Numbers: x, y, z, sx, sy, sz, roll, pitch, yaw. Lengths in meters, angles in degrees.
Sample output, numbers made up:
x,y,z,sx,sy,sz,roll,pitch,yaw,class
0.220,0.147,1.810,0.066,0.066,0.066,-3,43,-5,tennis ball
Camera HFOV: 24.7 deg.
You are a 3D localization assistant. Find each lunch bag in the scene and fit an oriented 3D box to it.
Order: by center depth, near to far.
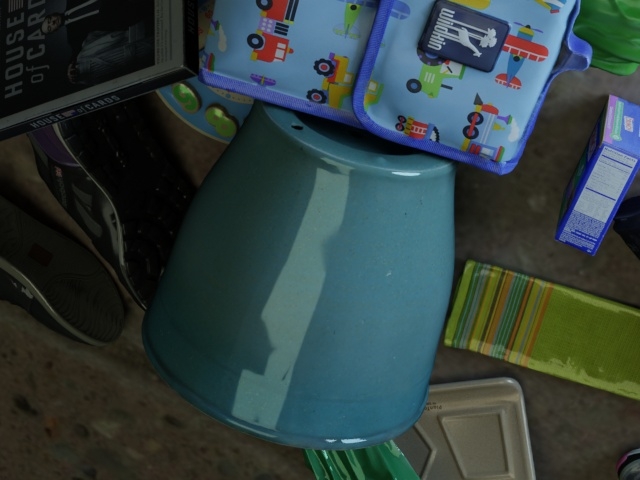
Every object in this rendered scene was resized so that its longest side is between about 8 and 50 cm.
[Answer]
x,y,z,sx,sy,sz,roll,pitch,yaw,class
0.077,-0.193,1.165,0.293,0.138,0.221,22,123,9,lunch bag

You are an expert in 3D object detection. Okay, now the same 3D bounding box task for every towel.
x,y,z,sx,sy,sz,roll,pitch,yaw,class
0.240,0.092,1.393,0.237,0.021,0.102,16,125,9,towel

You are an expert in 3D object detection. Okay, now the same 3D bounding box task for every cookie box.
x,y,z,sx,sy,sz,roll,pitch,yaw,class
0.243,-0.057,1.259,0.040,0.092,0.107,22,124,2,cookie box

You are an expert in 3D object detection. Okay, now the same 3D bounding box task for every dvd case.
x,y,z,sx,sy,sz,roll,pitch,yaw,class
-0.213,-0.196,1.303,0.238,0.179,0.029,-14,156,26,dvd case

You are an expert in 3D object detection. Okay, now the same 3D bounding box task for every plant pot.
x,y,z,sx,sy,sz,roll,pitch,yaw,class
0.000,0.000,1.288,0.271,0.272,0.255,20,118,7,plant pot

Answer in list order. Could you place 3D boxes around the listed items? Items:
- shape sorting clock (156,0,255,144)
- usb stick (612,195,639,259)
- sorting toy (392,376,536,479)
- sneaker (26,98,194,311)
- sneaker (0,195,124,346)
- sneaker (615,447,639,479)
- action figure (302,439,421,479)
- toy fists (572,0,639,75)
x,y,z,sx,sy,sz,roll,pitch,yaw,class
-0.071,-0.173,1.331,0.206,0.040,0.206,9,122,15,shape sorting clock
0.366,0.068,1.310,0.278,0.045,0.077,47,163,-11,usb stick
0.128,0.247,1.486,0.193,0.038,0.208,-9,91,24,sorting toy
-0.208,-0.053,1.437,0.124,0.107,0.283,14,135,44,sneaker
-0.311,0.038,1.535,0.222,0.083,0.118,43,143,-17,sneaker
0.365,0.263,1.418,0.170,0.075,0.063,30,125,1,sneaker
0.029,0.201,1.469,0.137,0.063,0.232,-29,82,25,action figure
0.251,-0.258,1.135,0.142,0.096,0.279,29,127,16,toy fists
